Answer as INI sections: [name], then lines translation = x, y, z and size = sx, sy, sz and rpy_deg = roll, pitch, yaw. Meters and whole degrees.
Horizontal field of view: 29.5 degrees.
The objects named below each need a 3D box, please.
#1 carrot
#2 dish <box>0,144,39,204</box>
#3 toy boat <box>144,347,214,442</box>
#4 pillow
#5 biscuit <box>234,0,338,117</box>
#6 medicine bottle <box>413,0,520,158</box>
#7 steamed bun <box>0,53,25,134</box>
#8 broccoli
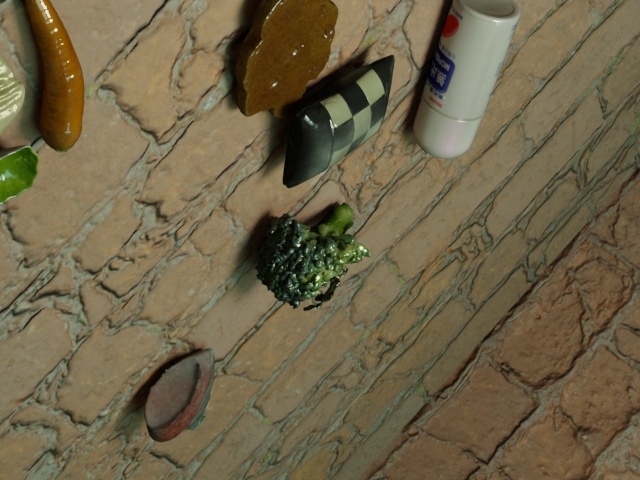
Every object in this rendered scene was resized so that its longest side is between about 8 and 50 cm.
[carrot]
translation = -0.348, -0.228, 1.612
size = 0.062, 0.066, 0.271
rpy_deg = -85, -178, -48
[dish]
translation = -0.450, -0.089, 1.648
size = 0.137, 0.039, 0.091
rpy_deg = -29, 151, -33
[toy boat]
translation = -0.255, 0.316, 2.401
size = 0.206, 0.096, 0.282
rpy_deg = -60, 164, -12
[pillow]
translation = 0.033, -0.212, 2.129
size = 0.250, 0.106, 0.186
rpy_deg = -36, 156, -33
[biscuit]
translation = -0.057, -0.306, 1.949
size = 0.208, 0.041, 0.290
rpy_deg = -36, 154, -27
[medicine bottle]
translation = 0.271, -0.309, 2.332
size = 0.130, 0.130, 0.341
rpy_deg = -24, 143, -39
[steamed bun]
translation = -0.495, -0.173, 1.319
size = 0.289, 0.203, 0.276
rpy_deg = -47, 147, -37
[broccoli]
translation = 0.009, -0.001, 2.280
size = 0.275, 0.198, 0.177
rpy_deg = -37, 105, -36
